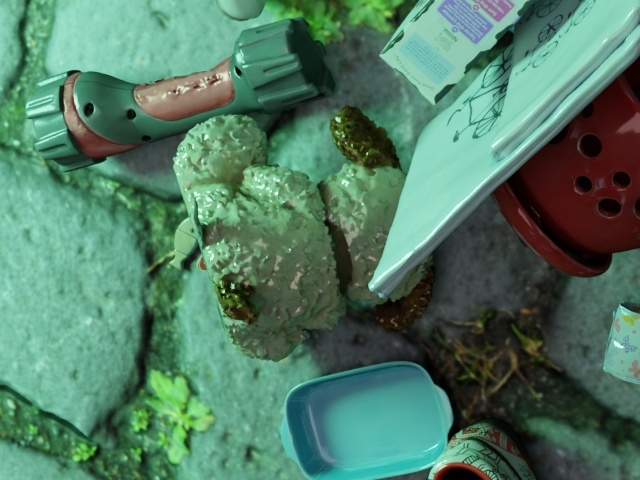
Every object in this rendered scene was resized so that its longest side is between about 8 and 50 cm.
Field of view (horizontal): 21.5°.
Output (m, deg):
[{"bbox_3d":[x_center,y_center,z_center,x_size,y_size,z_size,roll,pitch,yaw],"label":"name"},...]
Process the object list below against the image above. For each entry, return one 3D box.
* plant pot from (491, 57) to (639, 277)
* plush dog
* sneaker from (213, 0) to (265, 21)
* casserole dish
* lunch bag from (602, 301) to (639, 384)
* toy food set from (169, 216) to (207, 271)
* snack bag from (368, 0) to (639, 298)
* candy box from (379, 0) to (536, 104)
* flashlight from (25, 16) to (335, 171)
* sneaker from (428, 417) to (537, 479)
[{"bbox_3d":[0.249,-0.076,1.501,0.174,0.191,0.191,-37,84,27],"label":"plant pot"},{"bbox_3d":[0.000,0.000,1.616,0.225,0.210,0.262,-18,109,-5],"label":"plush dog"},{"bbox_3d":[-0.053,-0.358,1.626,0.129,0.111,0.297,9,102,15],"label":"sneaker"},{"bbox_3d":[0.050,0.183,1.702,0.188,0.037,0.114,-15,93,24],"label":"casserole dish"},{"bbox_3d":[0.311,0.098,1.576,0.083,0.053,0.071,11,104,10],"label":"lunch bag"},{"bbox_3d":[-0.114,-0.019,1.746,0.078,0.019,0.122,19,105,18],"label":"toy food set"},{"bbox_3d":[0.169,-0.136,1.454,0.037,0.323,0.342,38,120,-11],"label":"snack bag"},{"bbox_3d":[0.155,-0.234,1.500,0.070,0.165,0.196,41,120,-5],"label":"candy box"},{"bbox_3d":[-0.147,-0.153,1.696,0.304,0.103,0.103,-15,89,24],"label":"flashlight"},{"bbox_3d":[0.200,0.302,1.601,0.090,0.145,0.270,-36,84,23],"label":"sneaker"}]
